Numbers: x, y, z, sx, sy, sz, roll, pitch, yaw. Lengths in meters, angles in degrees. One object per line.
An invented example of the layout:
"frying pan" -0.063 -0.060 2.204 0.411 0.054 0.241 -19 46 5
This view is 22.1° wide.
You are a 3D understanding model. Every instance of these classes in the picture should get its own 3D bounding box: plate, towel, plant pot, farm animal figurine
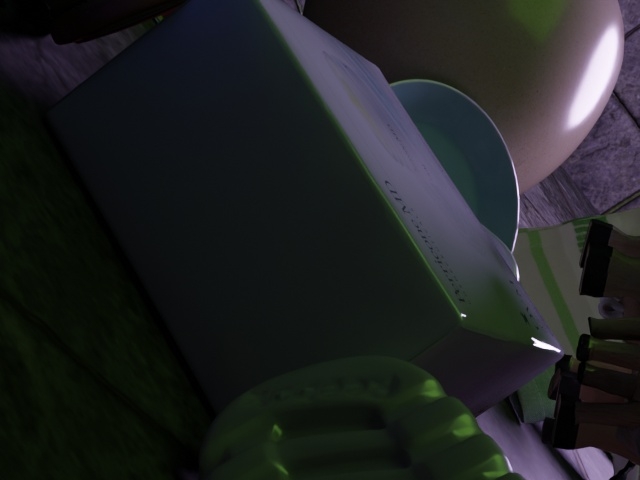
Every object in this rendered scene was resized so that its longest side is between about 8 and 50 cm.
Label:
"plate" 0.074 -0.028 1.244 0.188 0.188 0.024 49 -26 -22
"towel" 0.305 0.051 1.523 0.248 0.325 0.038 -109 -165 -47
"plant pot" 0.100 -0.128 1.382 0.284 0.284 0.191 49 40 -22
"farm animal figurine" 0.231 0.117 1.020 0.330 0.172 0.326 -68 166 -60

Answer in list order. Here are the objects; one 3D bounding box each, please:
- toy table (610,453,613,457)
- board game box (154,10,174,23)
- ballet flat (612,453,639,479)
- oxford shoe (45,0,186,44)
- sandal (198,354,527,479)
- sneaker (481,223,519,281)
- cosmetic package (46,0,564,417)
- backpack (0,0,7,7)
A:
"toy table" 0.315 0.093 1.729 0.274 0.161 0.252 31 27 -59
"board game box" -0.107 -0.194 1.251 0.168 0.033 0.133 55 13 4
"ballet flat" 0.309 0.161 1.517 0.077 0.091 0.241 19 68 -36
"oxford shoe" -0.122 -0.207 0.972 0.348 0.123 0.130 -107 177 -69
"sandal" 0.057 0.195 0.608 0.416 0.169 0.102 -107 -179 -54
"sneaker" 0.029 0.001 1.128 0.296 0.104 0.147 44 -19 35
"cosmetic package" 0.000 0.000 0.905 0.224 0.138 0.225 58 15 18
"backpack" -0.162 -0.153 0.760 0.098 0.120 0.101 56 3 17
